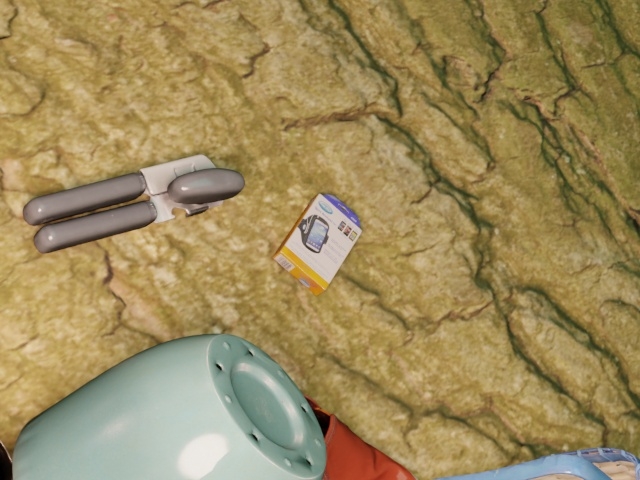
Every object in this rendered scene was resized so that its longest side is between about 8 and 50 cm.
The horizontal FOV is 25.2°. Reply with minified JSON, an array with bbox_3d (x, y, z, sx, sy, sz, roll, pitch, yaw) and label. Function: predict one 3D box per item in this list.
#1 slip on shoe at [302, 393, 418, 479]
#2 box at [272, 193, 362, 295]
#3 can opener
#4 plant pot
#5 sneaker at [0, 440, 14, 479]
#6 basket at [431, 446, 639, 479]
[{"bbox_3d":[-0.002,0.263,1.755,0.331,0.101,0.123,33,52,-18],"label":"slip on shoe"},{"bbox_3d":[0.000,0.000,1.928,0.081,0.028,0.136,41,50,-10],"label":"box"},{"bbox_3d":[-0.230,-0.055,1.769,0.280,0.093,0.074,-17,79,-33],"label":"can opener"},{"bbox_3d":[-0.138,0.237,1.514,0.293,0.235,0.293,43,21,-20],"label":"plant pot"},{"bbox_3d":[-0.422,0.200,1.496,0.222,0.118,0.083,34,54,-16],"label":"sneaker"},{"bbox_3d":[0.311,0.357,1.818,0.289,0.254,0.201,37,54,-27],"label":"basket"}]
